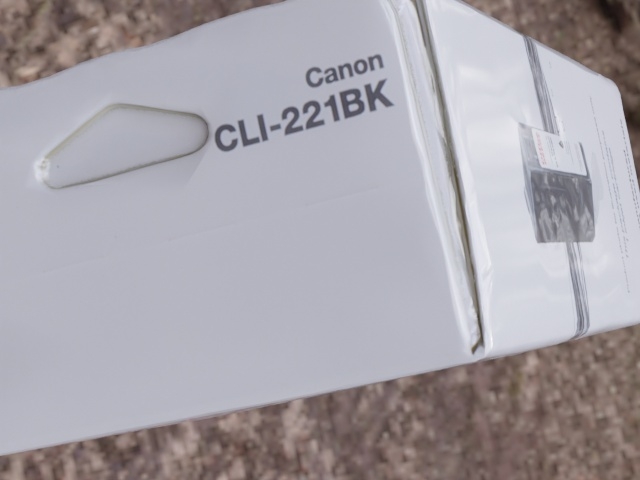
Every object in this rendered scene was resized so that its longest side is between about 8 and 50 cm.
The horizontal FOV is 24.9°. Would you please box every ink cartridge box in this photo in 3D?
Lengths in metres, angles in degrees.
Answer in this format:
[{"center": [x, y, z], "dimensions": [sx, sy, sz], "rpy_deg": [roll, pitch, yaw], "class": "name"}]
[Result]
[{"center": [0.000, 0.000, 0.543], "dimensions": [0.273, 0.197, 0.114], "rpy_deg": [3, 75, -67], "class": "ink cartridge box"}]
